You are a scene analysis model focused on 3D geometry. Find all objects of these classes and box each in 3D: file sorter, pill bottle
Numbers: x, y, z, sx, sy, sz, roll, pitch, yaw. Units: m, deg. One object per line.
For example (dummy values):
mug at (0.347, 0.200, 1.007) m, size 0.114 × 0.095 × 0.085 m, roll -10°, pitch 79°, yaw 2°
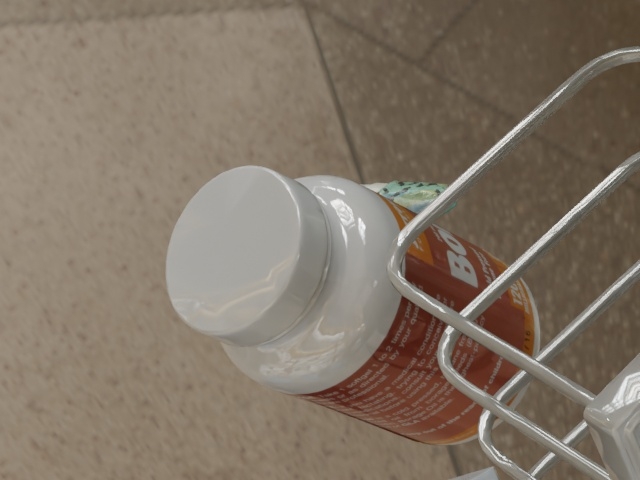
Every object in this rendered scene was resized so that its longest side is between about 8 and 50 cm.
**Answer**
file sorter at (0.181, 0.076, 0.851) m, size 0.193 × 0.277 × 0.173 m, roll -42°, pitch 41°, yaw -16°
pill bottle at (0.019, 0.035, 0.974) m, size 0.121 × 0.216 × 0.121 m, roll -15°, pitch 64°, yaw 34°

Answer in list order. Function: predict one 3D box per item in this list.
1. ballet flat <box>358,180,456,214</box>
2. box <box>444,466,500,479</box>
ballet flat at (0.000, 0.000, 1.136) m, size 0.188 × 0.070 × 0.070 m, roll -35°, pitch 52°, yaw 25°
box at (0.058, 0.266, 1.580) m, size 0.186 × 0.145 × 0.038 m, roll -24°, pitch 89°, yaw -45°
